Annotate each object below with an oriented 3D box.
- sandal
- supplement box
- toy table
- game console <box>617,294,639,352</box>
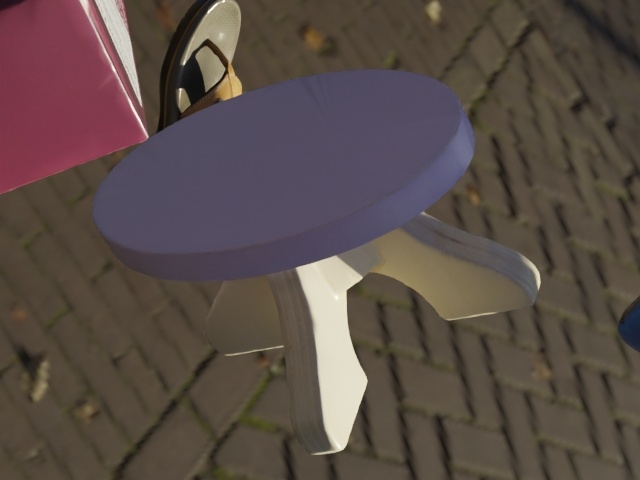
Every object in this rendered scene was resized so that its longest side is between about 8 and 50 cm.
[{"bbox_3d":[-0.102,-0.101,1.527,0.090,0.060,0.219,6,103,-66],"label":"sandal"},{"bbox_3d":[-0.136,-0.103,0.690,0.188,0.104,0.080,-106,176,-49],"label":"supplement box"},{"bbox_3d":[0.000,0.000,1.223,0.161,0.274,0.252,59,47,-33],"label":"toy table"},{"bbox_3d":[0.409,0.025,1.402,0.250,0.293,0.173,29,67,2],"label":"game console"}]
